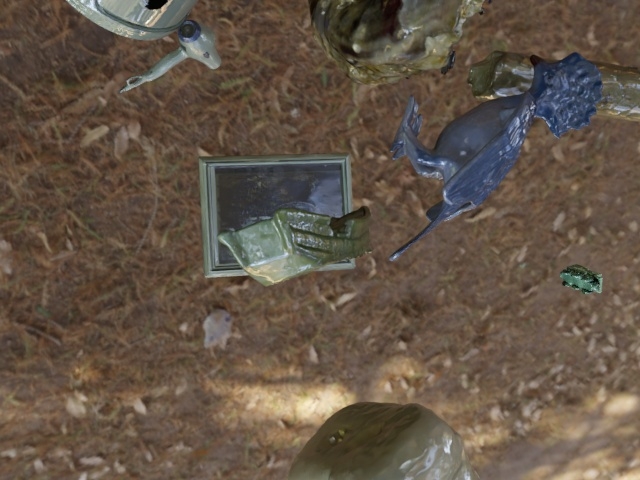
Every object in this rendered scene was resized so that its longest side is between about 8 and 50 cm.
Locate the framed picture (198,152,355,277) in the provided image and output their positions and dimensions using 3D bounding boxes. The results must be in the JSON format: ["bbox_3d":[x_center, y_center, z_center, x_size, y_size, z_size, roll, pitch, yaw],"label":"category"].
[{"bbox_3d":[-0.079,-0.051,1.233,0.297,0.019,0.232,-4,91,-10],"label":"framed picture"}]

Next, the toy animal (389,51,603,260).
[{"bbox_3d":[0.158,-0.083,0.633,0.239,0.177,0.255,23,88,-76],"label":"toy animal"}]

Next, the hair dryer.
[{"bbox_3d":[-0.272,-0.335,1.248,0.199,0.067,0.167,-37,169,17],"label":"hair dryer"}]

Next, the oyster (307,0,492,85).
[{"bbox_3d":[0.054,-0.224,0.553,0.094,0.294,0.166,4,95,-17],"label":"oyster"}]

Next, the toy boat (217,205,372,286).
[{"bbox_3d":[0.000,0.000,0.613,0.093,0.055,0.293,-19,178,18],"label":"toy boat"}]

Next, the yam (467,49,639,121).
[{"bbox_3d":[0.316,-0.175,0.752,0.318,0.071,0.067,1,90,-21],"label":"yam"}]

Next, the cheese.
[{"bbox_3d":[0.068,0.282,0.784,0.173,0.248,0.251,-52,139,-28],"label":"cheese"}]

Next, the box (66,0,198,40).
[{"bbox_3d":[-0.239,-0.397,0.844,0.226,0.226,0.149,18,141,-40],"label":"box"}]

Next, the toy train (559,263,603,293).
[{"bbox_3d":[0.472,0.069,1.158,0.053,0.083,0.033,-12,109,-25],"label":"toy train"}]
